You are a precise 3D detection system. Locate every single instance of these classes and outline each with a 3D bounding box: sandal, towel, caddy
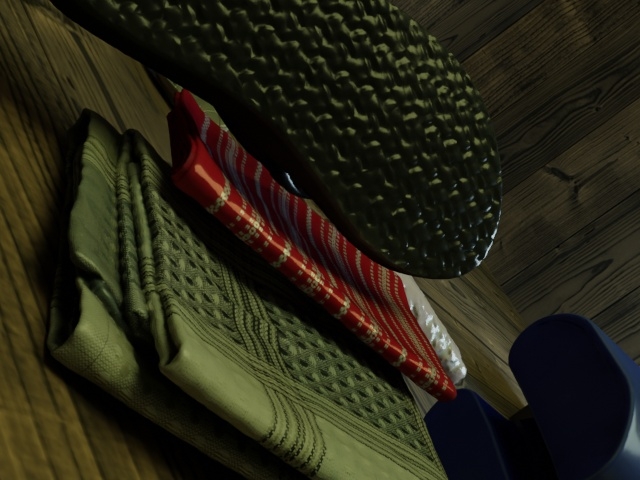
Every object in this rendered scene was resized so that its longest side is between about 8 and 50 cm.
[{"bbox_3d":[-0.024,-0.129,0.813,0.446,0.167,0.107,38,-15,-29],"label":"sandal"},{"bbox_3d":[-0.012,0.000,0.840,0.275,0.031,0.199,41,10,-21],"label":"towel"},{"bbox_3d":[-0.036,0.057,0.720,0.324,0.056,0.312,37,17,-26],"label":"towel"},{"bbox_3d":[0.047,-0.011,1.346,0.332,0.053,0.317,50,8,-40],"label":"towel"},{"bbox_3d":[0.218,0.218,0.935,0.179,0.241,0.341,46,12,-14],"label":"caddy"}]

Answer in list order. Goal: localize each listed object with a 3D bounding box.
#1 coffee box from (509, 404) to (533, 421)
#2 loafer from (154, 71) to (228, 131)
[{"bbox_3d":[0.441,0.302,1.842,0.119,0.168,0.297,57,10,18],"label":"coffee box"},{"bbox_3d":[-0.141,-0.150,1.125,0.045,0.039,0.125,-20,67,-45],"label":"loafer"}]
